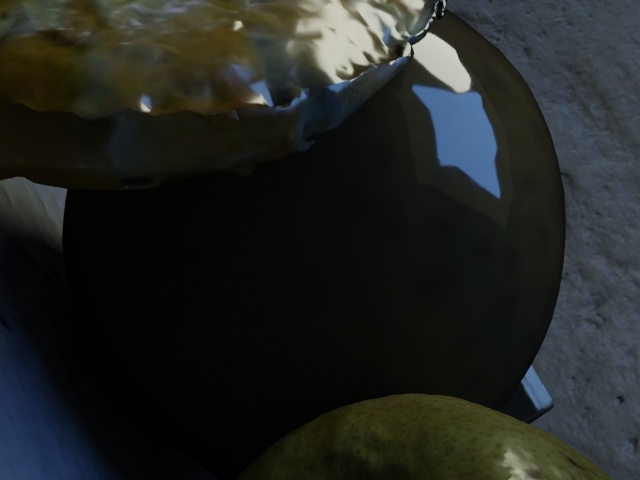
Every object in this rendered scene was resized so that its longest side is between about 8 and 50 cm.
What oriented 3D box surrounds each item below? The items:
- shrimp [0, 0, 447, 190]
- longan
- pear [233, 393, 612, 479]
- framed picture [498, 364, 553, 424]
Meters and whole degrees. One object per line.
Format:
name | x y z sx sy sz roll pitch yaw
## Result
shrimp | -0.111 -0.162 0.624 0.445 0.272 0.085 -127 -148 -45
longan | 0.000 0.000 0.678 0.258 0.258 0.258 58 6 -10
pear | 0.055 0.176 0.516 0.211 0.188 0.228 54 16 -24
framed picture | -0.006 0.011 0.882 0.020 0.240 0.324 -20 76 -39
